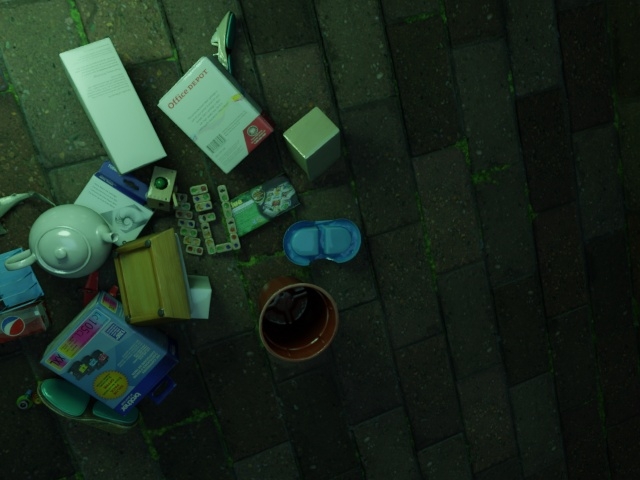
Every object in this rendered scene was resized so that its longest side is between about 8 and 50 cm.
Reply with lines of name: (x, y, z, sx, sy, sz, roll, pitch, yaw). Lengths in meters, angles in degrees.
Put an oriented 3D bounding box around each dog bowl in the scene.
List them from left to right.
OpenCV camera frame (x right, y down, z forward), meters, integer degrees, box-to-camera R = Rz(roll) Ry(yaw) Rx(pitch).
dog bowl: (0.000, 0.000, 1.809, 0.297, 0.074, 0.166, -4, 101, -15)

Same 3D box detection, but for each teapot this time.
teapot: (-0.781, 0.017, 1.487, 0.252, 0.187, 0.256, 28, 100, -18)

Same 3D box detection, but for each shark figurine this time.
shark figurine: (-0.989, -0.074, 1.512, 0.278, 0.166, 0.116, -37, 135, -25)

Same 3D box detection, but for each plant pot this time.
plant pot: (-0.105, 0.249, 1.722, 0.272, 0.265, 0.272, -3, 101, -16)

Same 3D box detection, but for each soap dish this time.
soap dish: (-0.533, 0.125, 1.529, 0.229, 0.118, 0.290, -13, 87, 30)

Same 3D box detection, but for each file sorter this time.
file sorter: (-0.979, 0.128, 1.530, 0.118, 0.104, 0.170, -21, 104, -12)

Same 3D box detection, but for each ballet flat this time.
ballet flat: (-0.803, 0.583, 1.668, 0.348, 0.123, 0.123, 26, 92, -17)
ballet flat: (-0.326, -0.627, 1.603, 0.086, 0.086, 0.248, 0, 101, -16)

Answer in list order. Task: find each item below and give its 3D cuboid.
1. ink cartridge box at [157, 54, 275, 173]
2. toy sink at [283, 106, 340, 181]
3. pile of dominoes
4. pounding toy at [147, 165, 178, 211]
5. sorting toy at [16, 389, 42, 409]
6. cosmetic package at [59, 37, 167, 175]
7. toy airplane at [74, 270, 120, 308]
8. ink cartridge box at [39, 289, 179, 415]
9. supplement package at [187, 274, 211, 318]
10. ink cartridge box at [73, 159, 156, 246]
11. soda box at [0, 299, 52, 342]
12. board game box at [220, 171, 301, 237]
ink cartridge box: (-0.328, -0.410, 1.579, 0.226, 0.131, 0.306, -38, 108, 15)
toy sink: (-0.027, -0.333, 1.697, 0.153, 0.234, 0.131, -41, 79, -5)
pile of dominoes: (-0.400, -0.067, 1.681, 0.196, 0.040, 0.251, -13, 103, -4)
pounding toy: (-0.501, -0.159, 1.575, 0.100, 0.141, 0.130, 12, 74, -14)
sorting toy: (-0.979, 0.540, 1.636, 0.102, 0.042, 0.061, -21, 105, -11)
cosmetic package: (-0.631, -0.393, 1.484, 0.155, 0.197, 0.365, -30, 108, -20)
toy airplane: (-0.754, 0.178, 1.644, 0.151, 0.028, 0.151, -3, 102, -15)
ink cartridge box: (-0.671, 0.395, 1.635, 0.270, 0.151, 0.395, -46, 114, -1)
supplement package: (-0.435, 0.190, 1.659, 0.105, 0.179, 0.105, 6, 98, -17)
ink cartridge box: (-0.675, -0.115, 1.605, 0.223, 0.045, 0.224, 33, 89, -19)
soda box: (-1.021, 0.276, 1.555, 0.263, 0.083, 0.092, -15, 103, -13)
board game box: (-0.212, -0.130, 1.748, 0.260, 0.030, 0.136, -28, 108, -10)
